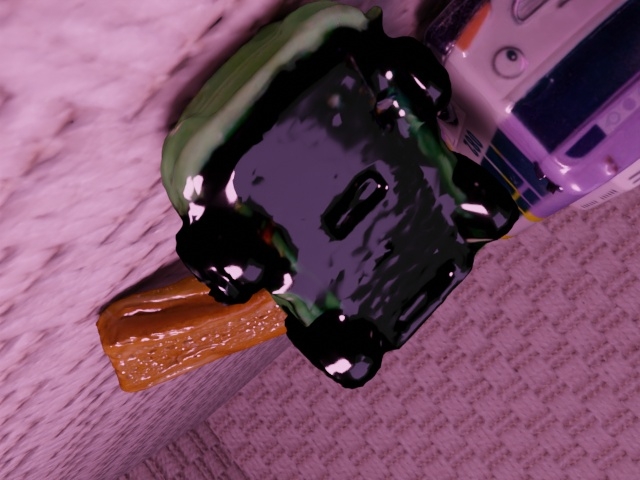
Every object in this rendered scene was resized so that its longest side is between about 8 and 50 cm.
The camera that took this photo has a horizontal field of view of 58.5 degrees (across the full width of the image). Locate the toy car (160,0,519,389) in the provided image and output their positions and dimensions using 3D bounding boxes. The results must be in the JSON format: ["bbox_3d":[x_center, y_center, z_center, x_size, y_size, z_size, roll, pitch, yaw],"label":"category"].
[{"bbox_3d":[0.020,-0.018,0.488,0.213,0.176,0.359,-47,134,-3],"label":"toy car"}]

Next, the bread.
[{"bbox_3d":[-0.109,0.083,0.657,0.270,0.077,0.139,-22,146,-19],"label":"bread"}]

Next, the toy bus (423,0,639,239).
[{"bbox_3d":[0.252,-0.148,0.670,0.209,0.249,0.440,-41,170,3],"label":"toy bus"}]
